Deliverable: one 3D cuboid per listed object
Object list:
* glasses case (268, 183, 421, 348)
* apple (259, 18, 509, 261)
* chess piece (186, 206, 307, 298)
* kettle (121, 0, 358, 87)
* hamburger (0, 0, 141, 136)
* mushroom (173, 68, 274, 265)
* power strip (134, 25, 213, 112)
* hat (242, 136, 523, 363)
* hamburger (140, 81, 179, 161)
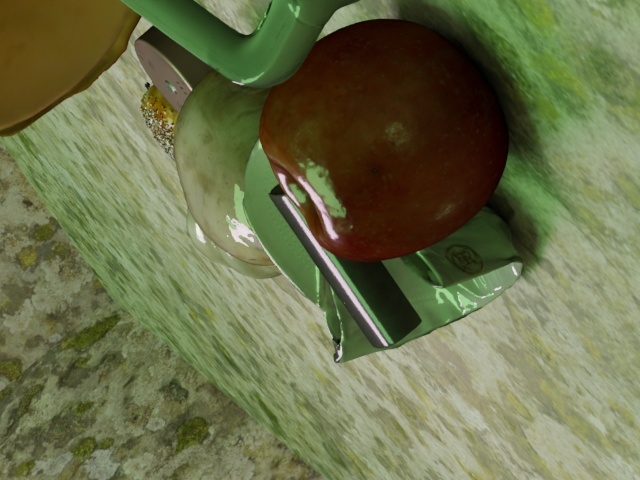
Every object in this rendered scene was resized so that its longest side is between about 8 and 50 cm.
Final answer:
[{"bbox_3d":[0.022,0.020,1.655,0.191,0.042,0.072,55,155,-10],"label":"glasses case"},{"bbox_3d":[0.058,-0.091,1.528,0.218,0.201,0.218,53,171,12],"label":"apple"},{"bbox_3d":[0.000,0.000,2.059,0.330,0.182,0.182,27,156,42],"label":"chess piece"},{"bbox_3d":[-0.080,-0.306,1.241,0.318,0.265,0.205,39,172,28],"label":"kettle"},{"bbox_3d":[-0.423,-0.334,1.972,0.277,0.395,0.396,42,165,25],"label":"hamburger"},{"bbox_3d":[-0.060,-0.092,1.914,0.184,0.255,0.255,5,-163,-36],"label":"mushroom"},{"bbox_3d":[-0.162,-0.216,2.113,0.154,0.078,0.154,45,167,14],"label":"power strip"},{"bbox_3d":[0.058,-0.025,1.756,0.301,0.168,0.258,49,147,0],"label":"hat"},{"bbox_3d":[-0.175,-0.161,2.272,0.189,0.093,0.164,23,151,57],"label":"hamburger"}]
